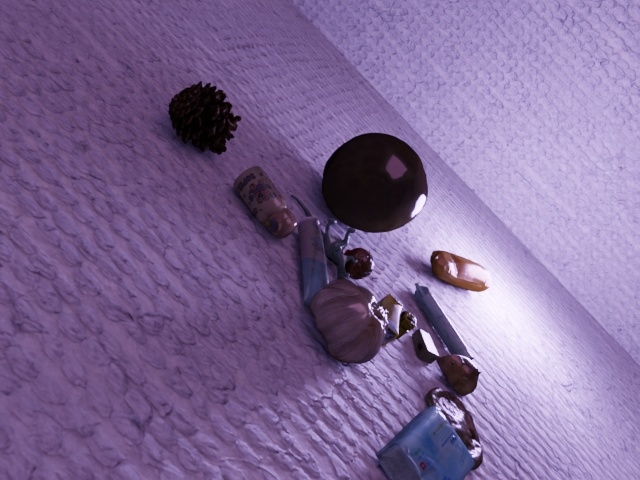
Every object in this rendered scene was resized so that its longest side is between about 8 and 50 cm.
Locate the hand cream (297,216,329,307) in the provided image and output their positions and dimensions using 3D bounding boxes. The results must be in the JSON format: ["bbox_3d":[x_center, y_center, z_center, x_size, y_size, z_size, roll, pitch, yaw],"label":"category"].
[{"bbox_3d":[-0.019,0.066,1.606,0.111,0.070,0.312,29,36,-37],"label":"hand cream"}]

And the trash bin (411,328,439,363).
[{"bbox_3d":[0.319,0.323,1.764,0.060,0.043,0.092,30,27,-28],"label":"trash bin"}]

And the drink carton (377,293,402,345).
[{"bbox_3d":[0.197,0.215,1.689,0.074,0.084,0.200,40,29,-11],"label":"drink carton"}]

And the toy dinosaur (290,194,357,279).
[{"bbox_3d":[0.033,-0.033,1.748,0.076,0.129,0.383,26,31,-47],"label":"toy dinosaur"}]

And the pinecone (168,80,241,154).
[{"bbox_3d":[-0.323,-0.337,1.617,0.205,0.179,0.184,51,44,-28],"label":"pinecone"}]

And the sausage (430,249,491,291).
[{"bbox_3d":[0.542,0.120,2.292,0.353,0.116,0.134,20,51,-36],"label":"sausage"}]

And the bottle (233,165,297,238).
[{"bbox_3d":[-0.151,-0.101,1.608,0.209,0.097,0.110,52,27,12],"label":"bottle"}]

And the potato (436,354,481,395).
[{"bbox_3d":[0.436,0.402,1.742,0.172,0.089,0.101,38,31,-41],"label":"potato"}]

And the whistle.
[{"bbox_3d":[0.403,0.275,1.932,0.062,0.062,0.312,6,46,-52],"label":"whistle"}]

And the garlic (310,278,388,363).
[{"bbox_3d":[0.082,0.198,1.460,0.227,0.152,0.228,34,37,-30],"label":"garlic"}]

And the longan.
[{"bbox_3d":[0.183,-0.203,1.989,0.404,0.337,0.405,3,27,-2],"label":"longan"}]

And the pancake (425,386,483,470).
[{"bbox_3d":[0.370,0.508,1.577,0.222,0.042,0.236,44,26,1],"label":"pancake"}]

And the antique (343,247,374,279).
[{"bbox_3d":[0.116,0.071,1.755,0.104,0.104,0.104,34,29,-22],"label":"antique"}]

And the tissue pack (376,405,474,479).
[{"bbox_3d":[0.257,0.513,1.354,0.177,0.089,0.263,55,29,14],"label":"tissue pack"}]

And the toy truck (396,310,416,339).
[{"bbox_3d":[0.244,0.251,1.706,0.049,0.083,0.054,41,26,-10],"label":"toy truck"}]
